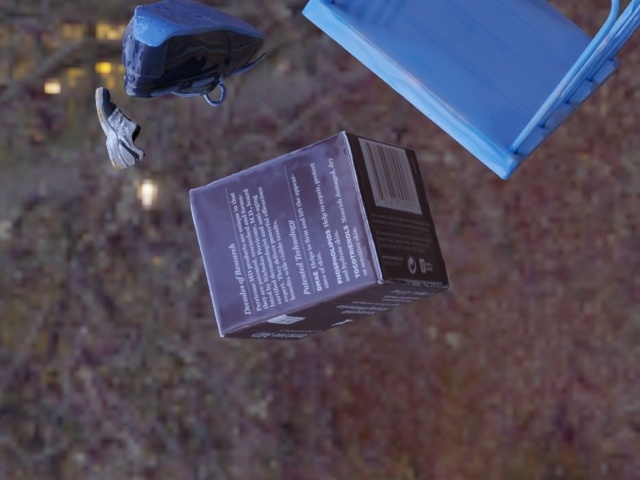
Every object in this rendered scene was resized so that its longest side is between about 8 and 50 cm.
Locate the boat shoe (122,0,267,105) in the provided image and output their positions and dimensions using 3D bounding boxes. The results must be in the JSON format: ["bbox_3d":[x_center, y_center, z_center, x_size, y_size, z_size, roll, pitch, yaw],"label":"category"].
[{"bbox_3d":[-0.138,-0.187,1.751,0.258,0.109,0.089,-12,-55,-65],"label":"boat shoe"}]

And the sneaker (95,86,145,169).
[{"bbox_3d":[-0.192,-0.110,1.699,0.032,0.037,0.083,90,162,-80],"label":"sneaker"}]

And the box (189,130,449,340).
[{"bbox_3d":[0.000,0.000,1.887,0.168,0.203,0.167,7,-114,-60],"label":"box"}]

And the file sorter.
[{"bbox_3d":[0.096,-0.127,0.824,0.104,0.118,0.170,-53,-7,31],"label":"file sorter"}]
